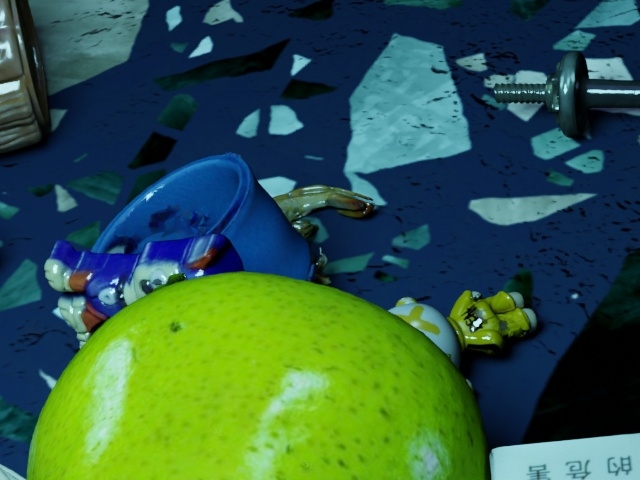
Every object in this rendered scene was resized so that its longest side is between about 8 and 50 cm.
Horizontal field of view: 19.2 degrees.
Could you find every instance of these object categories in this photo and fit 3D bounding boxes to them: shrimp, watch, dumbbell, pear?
[{"bbox_3d":[0.000,0.001,1.639,0.124,0.034,0.178,-25,32,-16],"label":"shrimp"},{"bbox_3d":[-0.102,0.023,1.538,0.196,0.171,0.200,-6,39,30],"label":"watch"},{"bbox_3d":[0.278,-0.129,1.666,0.254,0.082,0.082,2,43,18],"label":"dumbbell"},{"bbox_3d":[-0.072,0.190,1.299,0.342,0.238,0.318,1,35,17],"label":"pear"}]

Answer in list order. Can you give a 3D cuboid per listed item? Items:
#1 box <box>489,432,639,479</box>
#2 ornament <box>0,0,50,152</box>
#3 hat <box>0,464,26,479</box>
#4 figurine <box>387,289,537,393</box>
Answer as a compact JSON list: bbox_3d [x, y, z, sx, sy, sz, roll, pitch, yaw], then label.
[{"bbox_3d":[0.222,0.273,1.223,0.210,0.095,0.330,-7,40,8],"label":"box"},{"bbox_3d":[-0.384,-0.171,1.813,0.217,0.221,0.235,-11,49,-2],"label":"ornament"},{"bbox_3d":[-0.346,0.193,1.450,0.219,0.164,0.226,-42,26,-26],"label":"hat"},{"bbox_3d":[0.104,0.080,1.501,0.143,0.068,0.101,2,48,-6],"label":"figurine"}]
